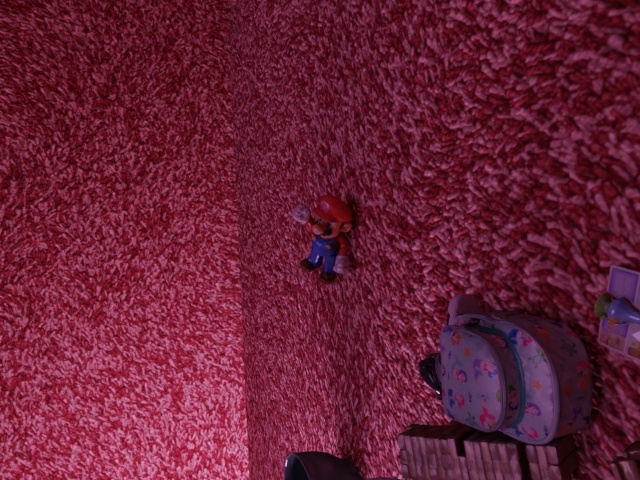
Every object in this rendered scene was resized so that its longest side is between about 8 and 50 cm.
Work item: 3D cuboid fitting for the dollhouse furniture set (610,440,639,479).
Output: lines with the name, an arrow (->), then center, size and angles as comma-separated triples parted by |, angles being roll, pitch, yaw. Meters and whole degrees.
dollhouse furniture set -> 0.492, 0.345, 0.661 | 0.151, 0.144, 0.123 | -30, 70, 47

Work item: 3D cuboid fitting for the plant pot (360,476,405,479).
plant pot -> 0.153, 0.775, 1.092 | 0.341, 0.341, 0.334 | 22, 136, 63

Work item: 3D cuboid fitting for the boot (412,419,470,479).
boot -> 0.280, 0.545, 1.169 | 0.211, 0.104, 0.295 | -15, 84, 65

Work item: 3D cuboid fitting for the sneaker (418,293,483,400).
sneaker -> 0.285, 0.247, 1.113 | 0.153, 0.101, 0.268 | 0, 96, 63

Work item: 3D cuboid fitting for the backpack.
backpack -> 0.343, 0.242, 0.905 | 0.253, 0.191, 0.225 | -1, 92, 60

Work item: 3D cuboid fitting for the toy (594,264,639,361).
toy -> 0.493, 0.132, 0.699 | 0.237, 0.056, 0.137 | -150, 58, -61

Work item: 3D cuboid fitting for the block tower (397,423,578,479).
block tower -> 0.302, 0.416, 0.965 | 0.335, 0.097, 0.091 | -16, 79, 43

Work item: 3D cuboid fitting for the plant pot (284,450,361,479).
plant pot -> 0.021, 0.837, 1.667 | 0.293, 0.196, 0.293 | 176, 90, -66

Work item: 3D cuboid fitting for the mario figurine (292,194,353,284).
mario figurine -> 0.000, 0.000, 1.605 | 0.170, 0.198, 0.320 | -89, 8, -51
